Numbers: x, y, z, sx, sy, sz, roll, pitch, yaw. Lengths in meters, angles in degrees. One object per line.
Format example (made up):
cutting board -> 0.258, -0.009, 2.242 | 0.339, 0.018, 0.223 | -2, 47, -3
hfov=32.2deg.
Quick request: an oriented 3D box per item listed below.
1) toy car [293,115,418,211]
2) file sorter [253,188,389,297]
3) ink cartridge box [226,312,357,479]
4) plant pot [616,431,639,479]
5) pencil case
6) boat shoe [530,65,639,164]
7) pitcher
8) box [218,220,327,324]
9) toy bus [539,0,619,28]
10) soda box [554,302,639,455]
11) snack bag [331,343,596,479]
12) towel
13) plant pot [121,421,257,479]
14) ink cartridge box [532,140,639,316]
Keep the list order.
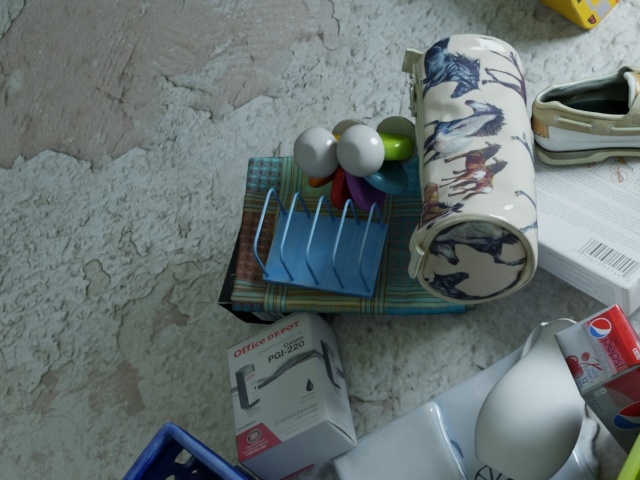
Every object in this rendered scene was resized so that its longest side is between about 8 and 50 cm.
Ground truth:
toy car -> 0.057, -0.109, 1.647 | 0.182, 0.159, 0.136 | 1, 102, 34
file sorter -> 0.000, 0.000, 1.622 | 0.170, 0.104, 0.118 | 8, 68, 15
ink cartridge box -> -0.047, 0.229, 1.657 | 0.158, 0.092, 0.218 | -29, 42, 17
plant pot -> 0.455, 0.330, 1.211 | 0.227, 0.207, 0.228 | 20, 77, 40
pencil case -> 0.200, -0.106, 1.526 | 0.183, 0.160, 0.410 | 2, 48, 2
boat shoe -> 0.444, -0.184, 1.545 | 0.302, 0.103, 0.113 | -12, 45, 10
pitcher -> 0.276, 0.203, 1.435 | 0.207, 0.125, 0.178 | -63, 7, -4
box -> -0.060, 0.050, 1.784 | 0.155, 0.093, 0.158 | 2, 66, 32
toy bus -> 0.352, -0.479, 1.809 | 0.130, 0.108, 0.333 | -47, 49, 3
soda box -> 0.369, 0.184, 1.310 | 0.083, 0.263, 0.092 | -30, 48, 14
snack bag -> 0.201, 0.342, 1.484 | 0.342, 0.037, 0.323 | -32, 51, 14
towel -> 0.056, -0.014, 1.696 | 0.370, 0.040, 0.272 | 0, 64, 10
plant pot -> -0.157, 0.428, 1.553 | 0.236, 0.212, 0.236 | 31, 84, 41
ink cartridge box -> 0.397, -0.057, 1.565 | 0.261, 0.066, 0.296 | -40, 47, -18
